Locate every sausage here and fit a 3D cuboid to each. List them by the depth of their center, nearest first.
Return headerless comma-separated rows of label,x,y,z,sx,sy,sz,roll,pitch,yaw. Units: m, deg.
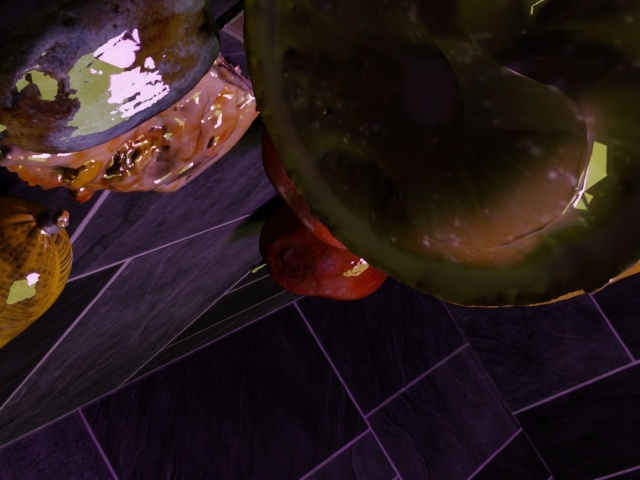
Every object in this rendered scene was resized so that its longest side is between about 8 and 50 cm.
sausage,-0.351,0.067,0.708,0.347,0.123,0.123,-35,171,18

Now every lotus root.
lotus root,-0.147,-0.111,0.485,0.192,0.088,0.113,-34,149,-18

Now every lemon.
lemon,0.152,-0.153,0.520,0.364,0.364,0.364,-31,172,-5

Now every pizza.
pizza,-0.152,-0.093,0.663,0.189,0.071,0.297,-34,171,15

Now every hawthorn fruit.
hawthorn fruit,0.000,0.000,1.350,0.261,0.224,0.224,-12,174,9

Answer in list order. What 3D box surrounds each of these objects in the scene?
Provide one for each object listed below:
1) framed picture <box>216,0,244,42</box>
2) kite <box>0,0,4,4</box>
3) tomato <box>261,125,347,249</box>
framed picture,-0.009,-0.215,0.676,0.149,0.011,0.109,-34,172,14
kite,-0.228,-0.099,0.556,0.229,0.016,0.127,-38,167,33
tomato,0.055,-0.099,0.899,0.232,0.232,0.188,-32,-173,5
